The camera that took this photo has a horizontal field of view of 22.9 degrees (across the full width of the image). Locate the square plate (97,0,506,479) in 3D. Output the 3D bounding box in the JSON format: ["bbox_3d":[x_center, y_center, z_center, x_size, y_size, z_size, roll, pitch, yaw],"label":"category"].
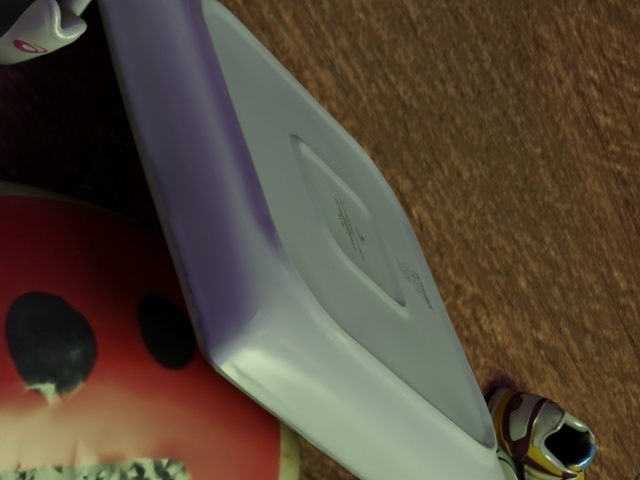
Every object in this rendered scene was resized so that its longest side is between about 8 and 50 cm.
[{"bbox_3d":[0.000,0.000,0.961,0.049,0.347,0.344,-32,139,15],"label":"square plate"}]

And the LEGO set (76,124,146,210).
[{"bbox_3d":[-0.130,-0.047,0.996,0.083,0.023,0.054,-5,106,-64],"label":"LEGO set"}]

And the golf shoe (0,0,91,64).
[{"bbox_3d":[-0.126,-0.212,0.879,0.105,0.120,0.273,38,68,-47],"label":"golf shoe"}]

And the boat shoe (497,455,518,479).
[{"bbox_3d":[0.162,0.251,1.412,0.042,0.049,0.133,-55,137,-68],"label":"boat shoe"}]

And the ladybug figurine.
[{"bbox_3d":[-0.170,0.122,0.857,0.449,0.162,0.305,5,94,-48],"label":"ladybug figurine"}]

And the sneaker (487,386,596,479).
[{"bbox_3d":[0.214,0.200,1.426,0.185,0.084,0.069,47,63,-45],"label":"sneaker"}]
